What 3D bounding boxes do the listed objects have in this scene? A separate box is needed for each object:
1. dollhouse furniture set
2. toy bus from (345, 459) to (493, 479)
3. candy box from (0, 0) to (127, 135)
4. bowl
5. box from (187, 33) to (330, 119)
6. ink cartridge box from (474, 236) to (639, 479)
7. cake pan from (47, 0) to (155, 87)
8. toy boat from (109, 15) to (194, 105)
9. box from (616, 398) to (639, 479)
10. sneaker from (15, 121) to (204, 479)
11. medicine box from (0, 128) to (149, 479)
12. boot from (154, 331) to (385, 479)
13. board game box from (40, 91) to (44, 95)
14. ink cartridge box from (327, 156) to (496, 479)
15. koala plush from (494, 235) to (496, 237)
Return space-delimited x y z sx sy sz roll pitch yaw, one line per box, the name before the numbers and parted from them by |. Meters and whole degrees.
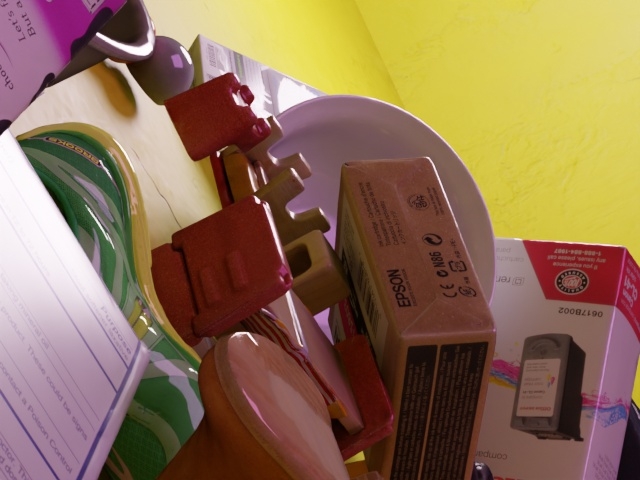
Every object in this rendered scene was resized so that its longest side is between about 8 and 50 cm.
dollhouse furniture set | -0.082 0.015 1.406 0.201 0.152 0.374 55 10 -39
toy bus | 0.089 0.305 1.576 0.220 0.149 0.211 42 38 -67
candy box | -0.169 -0.106 0.625 0.159 0.071 0.233 56 34 -19
bowl | 0.019 0.012 1.718 0.298 0.134 0.298 10 70 -27
box | -0.057 -0.140 1.870 0.186 0.038 0.145 22 32 -23
ink cartridge box | 0.204 0.158 1.796 0.131 0.226 0.306 53 46 -56
cake pan | -0.199 -0.189 0.858 0.293 0.054 0.293 48 12 -13
toy boat | -0.141 -0.290 1.676 0.148 0.267 0.318 47 51 -40
box | 0.350 0.490 1.929 0.480 0.297 0.471 46 20 -55
sneaker | -0.155 0.066 1.142 0.123 0.109 0.295 -13 78 -54
medicine box | -0.222 0.026 0.758 0.263 0.149 0.289 61 12 -14
boot | -0.078 0.164 0.935 0.295 0.211 0.104 57 11 -59
board game box | -0.293 -0.244 1.047 0.390 0.050 0.390 57 5 -9
ink cartridge box | 0.072 0.073 1.473 0.234 0.088 0.193 -107 -162 -49
koala plush | 0.106 0.023 2.138 0.221 0.203 0.196 40 24 -36
